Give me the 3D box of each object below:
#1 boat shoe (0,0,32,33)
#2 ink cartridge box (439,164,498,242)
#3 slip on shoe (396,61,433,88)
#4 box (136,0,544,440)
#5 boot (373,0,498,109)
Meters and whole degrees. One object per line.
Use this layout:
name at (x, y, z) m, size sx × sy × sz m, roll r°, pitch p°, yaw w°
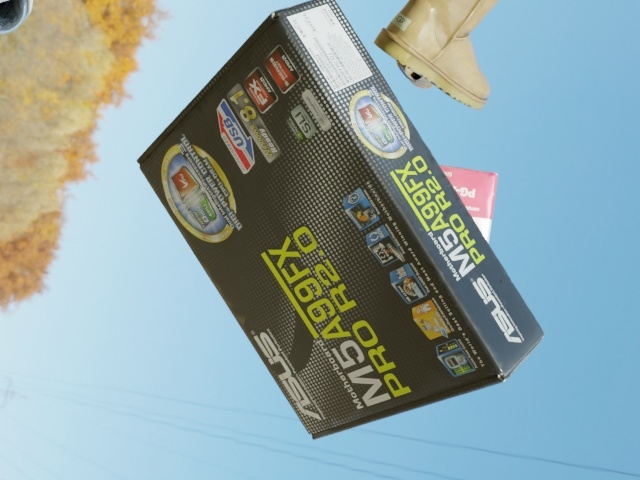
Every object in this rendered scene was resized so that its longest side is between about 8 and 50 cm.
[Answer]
boat shoe at (-0.323, -0.236, 0.768) m, size 0.095 × 0.084 × 0.258 m, roll -33°, pitch -164°, yaw -20°
ink cartridge box at (0.125, 0.029, 0.977) m, size 0.172 × 0.100 × 0.237 m, roll -154°, pitch -108°, yaw -80°
slip on shoe at (0.224, -0.381, 1.841) m, size 0.051 × 0.135 × 0.041 m, roll -40°, pitch -131°, yaw 16°
box at (0.000, 0.000, 0.583) m, size 0.216 × 0.060 × 0.270 m, roll -31°, pitch -89°, yaw 47°
boot at (0.222, -0.319, 1.046) m, size 0.270 × 0.236 × 0.089 m, roll -53°, pitch -128°, yaw 17°
